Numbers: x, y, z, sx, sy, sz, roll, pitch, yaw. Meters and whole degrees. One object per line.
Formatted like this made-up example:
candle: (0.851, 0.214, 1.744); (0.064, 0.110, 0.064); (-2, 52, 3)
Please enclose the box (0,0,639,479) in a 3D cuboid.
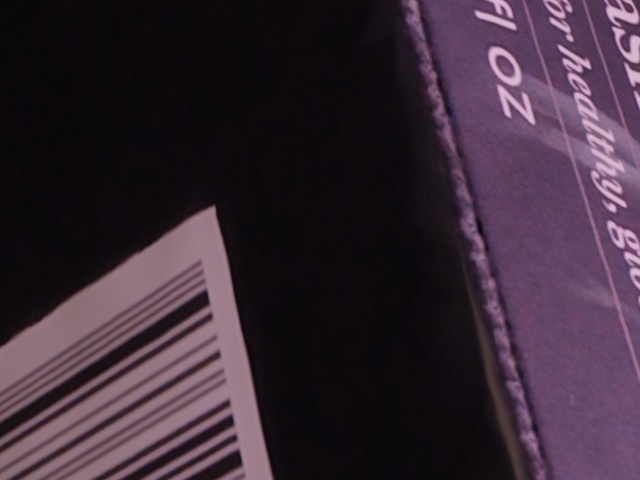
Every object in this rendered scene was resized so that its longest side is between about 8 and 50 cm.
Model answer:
box: (0.106, 0.120, 0.654); (0.297, 0.471, 0.480); (-32, 59, 34)
